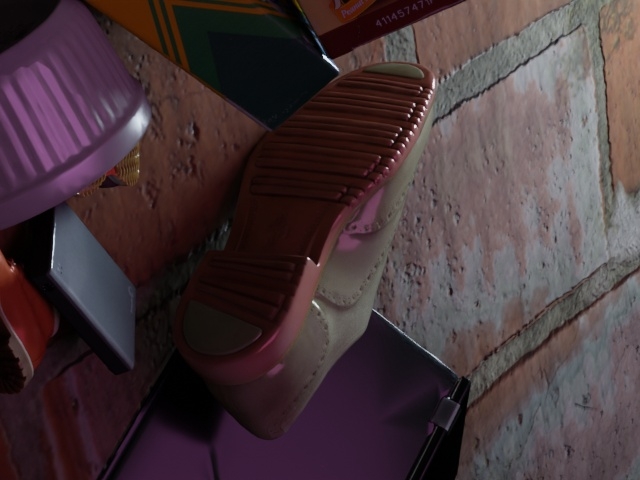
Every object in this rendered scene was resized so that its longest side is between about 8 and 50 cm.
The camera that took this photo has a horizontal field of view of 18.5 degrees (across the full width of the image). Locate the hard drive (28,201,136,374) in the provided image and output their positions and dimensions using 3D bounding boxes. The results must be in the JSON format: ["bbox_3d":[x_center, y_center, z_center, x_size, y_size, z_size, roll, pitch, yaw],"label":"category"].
[{"bbox_3d":[-0.192,0.035,1.600,0.094,0.022,0.135,-94,158,-43],"label":"hard drive"}]

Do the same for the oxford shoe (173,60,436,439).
[{"bbox_3d":[0.000,0.000,1.777,0.397,0.140,0.146,-56,141,-30],"label":"oxford shoe"}]

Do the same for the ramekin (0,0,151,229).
[{"bbox_3d":[-0.236,-0.098,1.412,0.207,0.207,0.109,-44,121,-36],"label":"ramekin"}]

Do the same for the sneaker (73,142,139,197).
[{"bbox_3d":[-0.203,-0.071,1.569,0.185,0.084,0.069,-22,113,-76],"label":"sneaker"}]

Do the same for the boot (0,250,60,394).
[{"bbox_3d":[-0.253,0.033,1.541,0.084,0.059,0.158,-54,137,-47],"label":"boot"}]

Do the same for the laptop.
[{"bbox_3d":[-0.040,0.265,1.886,0.382,0.236,0.408,-60,166,-22],"label":"laptop"}]

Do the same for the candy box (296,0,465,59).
[{"bbox_3d":[0.052,-0.301,1.604,0.316,0.183,0.087,-101,165,-49],"label":"candy box"}]

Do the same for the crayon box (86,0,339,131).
[{"bbox_3d":[-0.135,-0.235,1.497,0.083,0.203,0.323,-40,142,15],"label":"crayon box"}]
